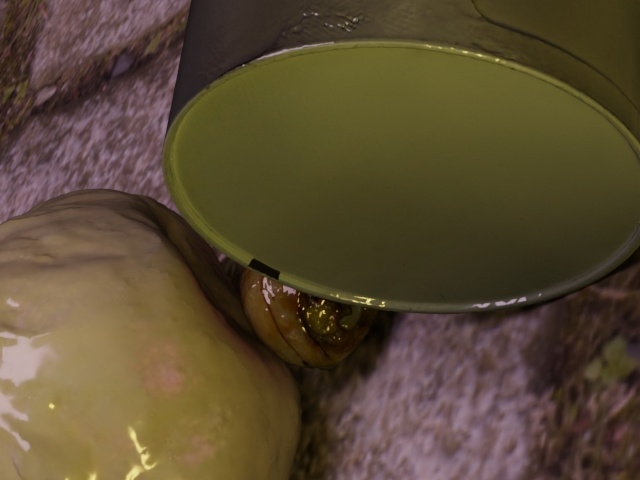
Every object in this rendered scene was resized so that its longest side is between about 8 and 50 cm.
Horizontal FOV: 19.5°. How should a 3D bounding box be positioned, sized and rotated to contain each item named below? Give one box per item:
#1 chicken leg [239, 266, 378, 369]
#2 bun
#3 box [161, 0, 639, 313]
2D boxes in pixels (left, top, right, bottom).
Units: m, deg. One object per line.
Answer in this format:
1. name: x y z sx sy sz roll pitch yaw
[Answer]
1. chicken leg: 0.000 0.000 1.059 0.178 0.093 0.070 -94 -2 -55
2. bun: -0.174 0.126 1.088 0.361 0.213 0.361 -35 42 40
3. box: 0.047 -0.084 0.879 0.226 0.226 0.149 -29 44 46
